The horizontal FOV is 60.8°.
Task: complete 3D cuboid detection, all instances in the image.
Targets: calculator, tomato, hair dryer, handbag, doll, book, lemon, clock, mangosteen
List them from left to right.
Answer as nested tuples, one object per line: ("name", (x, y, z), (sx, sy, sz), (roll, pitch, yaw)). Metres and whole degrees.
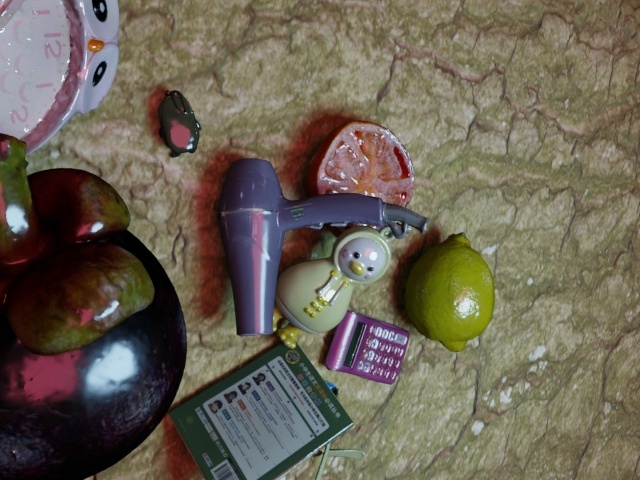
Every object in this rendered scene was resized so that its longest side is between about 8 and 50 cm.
("clock", (-0.440, -0.264, 0.670), (0.376, 0.250, 0.368), (-39, 148, -55))
("mangosteen", (-0.342, 0.090, 0.677), (0.382, 0.382, 0.435), (13, 124, -27))
("handbag", (-0.238, -0.200, 0.920), (0.072, 0.047, 0.111), (-16, 101, -20))
("book", (-0.103, 0.318, 0.969), (0.264, 0.027, 0.202), (-29, 65, -23))
("hair dryer", (0.000, 0.000, 0.907), (0.361, 0.121, 0.301), (-6, 80, 16))
("doll", (0.018, 0.074, 0.982), (0.141, 0.117, 0.296), (44, 112, -10))
("tomato", (0.069, -0.109, 1.060), (0.236, 0.095, 0.237), (-1, 92, -30))
("calculator", (0.100, 0.224, 1.133), (0.190, 0.034, 0.127), (23, 82, -32))
("lemon", (0.266, 0.104, 1.128), (0.184, 0.184, 0.248), (10, 78, -27))

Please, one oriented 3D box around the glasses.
("glasses", (-0.029, 0.386, 1.017), (0.239, 0.207, 0.102), (-24, 145, -23))
